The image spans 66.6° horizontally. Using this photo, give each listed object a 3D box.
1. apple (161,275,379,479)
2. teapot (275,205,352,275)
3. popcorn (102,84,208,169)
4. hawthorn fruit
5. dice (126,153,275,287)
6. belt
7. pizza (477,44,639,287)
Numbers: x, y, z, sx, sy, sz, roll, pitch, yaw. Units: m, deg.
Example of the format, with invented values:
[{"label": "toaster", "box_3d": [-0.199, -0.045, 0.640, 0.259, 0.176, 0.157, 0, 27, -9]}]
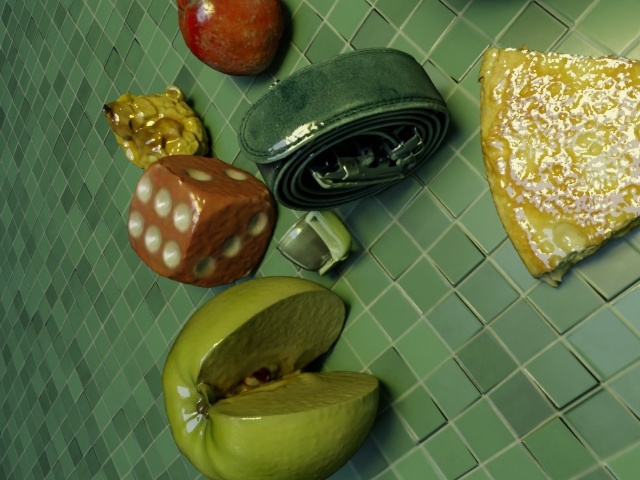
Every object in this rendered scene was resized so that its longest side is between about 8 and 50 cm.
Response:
[{"label": "apple", "box_3d": [-0.068, 0.193, 0.669, 0.292, 0.254, 0.291, 3, 94, 42]}, {"label": "teapot", "box_3d": [-0.006, 0.006, 0.710, 0.091, 0.124, 0.092, 44, 88, 3]}, {"label": "popcorn", "box_3d": [-0.297, -0.197, 0.915, 0.194, 0.163, 0.140, 33, 135, -1]}, {"label": "hawthorn fruit", "box_3d": [-0.144, -0.350, 0.769, 0.173, 0.173, 0.172, 1, 91, 38]}, {"label": "dice", "box_3d": [-0.198, -0.038, 0.812, 0.175, 0.179, 0.174, 38, 113, 33]}, {"label": "belt", "box_3d": [0.028, -0.120, 0.583, 0.116, 0.268, 0.206, 63, 148, 19]}, {"label": "pizza", "box_3d": [0.310, -0.089, 0.490, 0.288, 0.075, 0.279, -5, 92, 36]}]
